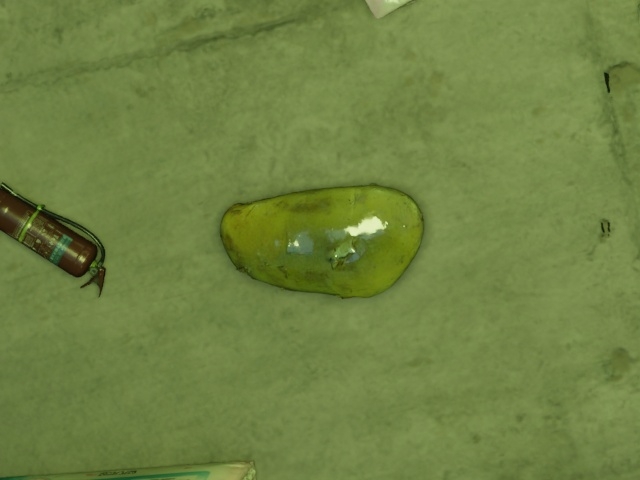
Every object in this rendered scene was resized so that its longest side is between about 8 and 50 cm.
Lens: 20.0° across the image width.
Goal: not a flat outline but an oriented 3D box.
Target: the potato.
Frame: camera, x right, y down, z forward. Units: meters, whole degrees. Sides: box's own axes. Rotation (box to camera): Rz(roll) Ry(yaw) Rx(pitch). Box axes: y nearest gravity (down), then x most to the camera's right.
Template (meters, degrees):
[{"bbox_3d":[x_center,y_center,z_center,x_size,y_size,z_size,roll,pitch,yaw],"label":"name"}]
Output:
[{"bbox_3d":[0.000,0.000,1.634,0.188,0.085,0.105,3,101,12],"label":"potato"}]

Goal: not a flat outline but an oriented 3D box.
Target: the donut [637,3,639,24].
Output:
[{"bbox_3d":[0.400,-0.170,1.517,0.259,0.136,0.345,-19,98,8],"label":"donut"}]

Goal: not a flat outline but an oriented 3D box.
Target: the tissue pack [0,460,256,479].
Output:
[{"bbox_3d":[-0.200,0.289,1.668,0.271,0.201,0.124,-6,105,11],"label":"tissue pack"}]

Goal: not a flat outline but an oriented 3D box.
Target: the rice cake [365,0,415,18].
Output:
[{"bbox_3d":[0.016,-0.334,1.572,0.106,0.050,0.298,-31,97,14],"label":"rice cake"}]

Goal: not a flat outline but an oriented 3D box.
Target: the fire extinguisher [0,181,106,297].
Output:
[{"bbox_3d":[-0.251,-0.002,1.691,0.132,0.039,0.056,32,114,0],"label":"fire extinguisher"}]
